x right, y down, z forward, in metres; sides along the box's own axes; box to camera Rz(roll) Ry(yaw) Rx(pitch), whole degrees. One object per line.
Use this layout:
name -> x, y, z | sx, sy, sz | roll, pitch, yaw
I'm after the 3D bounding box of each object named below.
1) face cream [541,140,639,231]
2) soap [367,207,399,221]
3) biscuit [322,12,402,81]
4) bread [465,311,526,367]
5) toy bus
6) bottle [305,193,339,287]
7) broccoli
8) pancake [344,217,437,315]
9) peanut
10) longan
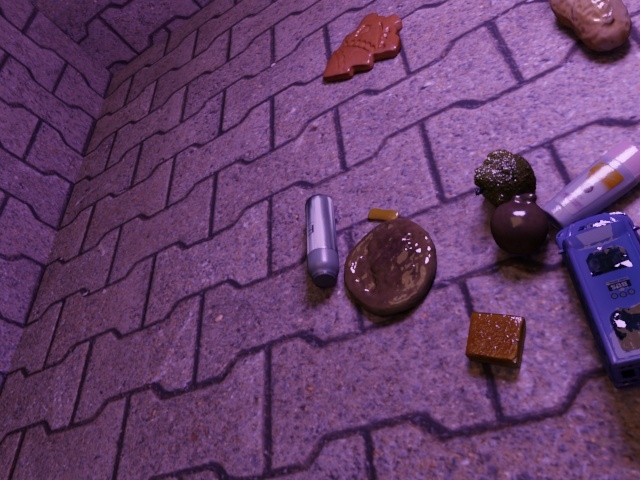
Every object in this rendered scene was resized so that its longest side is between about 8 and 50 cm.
face cream -> 0.514, -0.098, 0.906 | 0.198, 0.057, 0.084 | -41, 49, 8
soap -> 0.153, -0.063, 1.195 | 0.089, 0.012, 0.034 | 10, 67, 42
biscuit -> 0.130, -0.629, 1.596 | 0.306, 0.043, 0.284 | -36, 45, 12
bread -> 0.316, 0.177, 0.881 | 0.094, 0.035, 0.090 | 0, 60, 38
toy bus -> 0.467, 0.070, 0.768 | 0.125, 0.133, 0.292 | -22, 49, 26
bottle -> 0.000, 0.000, 1.228 | 0.096, 0.079, 0.254 | 119, 154, -47
broccoli -> 0.376, -0.122, 0.998 | 0.120, 0.130, 0.131 | 133, 151, -70
pancake -> 0.146, 0.053, 1.092 | 0.242, 0.050, 0.242 | -21, 48, 26
peanut -> 0.604, -0.523, 1.103 | 0.101, 0.117, 0.263 | -15, 46, 5
longan -> 0.379, -0.033, 0.929 | 0.106, 0.106, 0.119 | 17, 101, 44
